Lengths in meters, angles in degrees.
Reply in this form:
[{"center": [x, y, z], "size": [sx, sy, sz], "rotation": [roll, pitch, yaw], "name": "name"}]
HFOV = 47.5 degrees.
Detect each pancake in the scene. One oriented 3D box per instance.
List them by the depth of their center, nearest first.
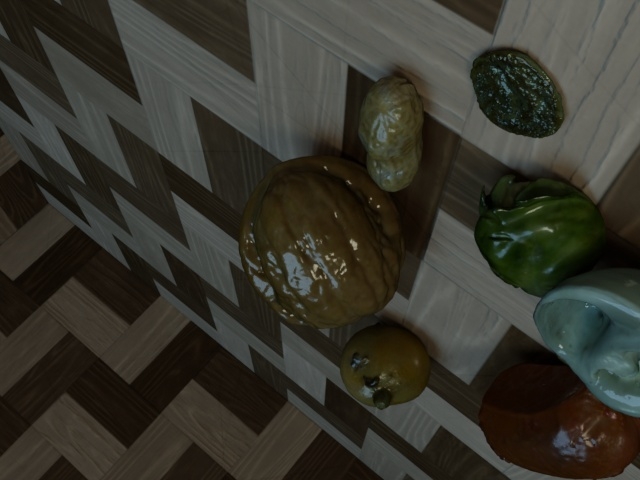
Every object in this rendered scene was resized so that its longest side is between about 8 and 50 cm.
[{"center": [0.193, -0.144, 0.718], "size": [0.108, 0.017, 0.108], "rotation": [34, 154, 19], "name": "pancake"}]

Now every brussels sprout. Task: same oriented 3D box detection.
[{"center": [0.244, 0.002, 0.813], "size": [0.139, 0.100, 0.181], "rotation": [4, 130, 29], "name": "brussels sprout"}]

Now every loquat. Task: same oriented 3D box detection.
[{"center": [0.121, 0.242, 1.370], "size": [0.172, 0.204, 0.149], "rotation": [9, 118, 7], "name": "loquat"}]

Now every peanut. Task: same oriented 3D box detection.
[{"center": [0.084, -0.120, 0.869], "size": [0.080, 0.080, 0.174], "rotation": [32, 156, 26], "name": "peanut"}]

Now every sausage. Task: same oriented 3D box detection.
[{"center": [0.339, 0.258, 1.040], "size": [0.141, 0.153, 0.268], "rotation": [46, 158, -8], "name": "sausage"}]

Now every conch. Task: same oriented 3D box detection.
[{"center": [0.327, 0.100, 0.782], "size": [0.184, 0.121, 0.221], "rotation": [-3, 138, 23], "name": "conch"}]

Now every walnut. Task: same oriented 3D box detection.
[{"center": [0.000, 0.000, 1.061], "size": [0.257, 0.257, 0.224], "rotation": [47, -169, -11], "name": "walnut"}]

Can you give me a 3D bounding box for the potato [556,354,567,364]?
[{"center": [0.339, 0.138, 0.954], "size": [0.068, 0.062, 0.083], "rotation": [55, -178, 8], "name": "potato"}]
